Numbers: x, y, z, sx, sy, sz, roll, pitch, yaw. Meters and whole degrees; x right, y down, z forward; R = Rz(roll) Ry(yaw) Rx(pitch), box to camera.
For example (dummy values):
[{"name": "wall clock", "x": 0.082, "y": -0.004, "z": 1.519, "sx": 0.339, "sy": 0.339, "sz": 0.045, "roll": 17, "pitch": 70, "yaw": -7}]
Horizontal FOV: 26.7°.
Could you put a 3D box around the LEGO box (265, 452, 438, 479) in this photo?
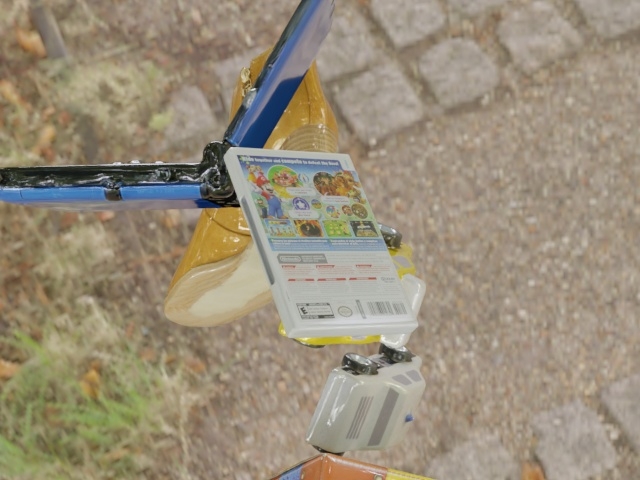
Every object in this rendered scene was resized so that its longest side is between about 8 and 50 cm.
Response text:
[{"name": "LEGO box", "x": 0.174, "y": 0.440, "z": 1.234, "sx": 0.500, "sy": 0.193, "sz": 0.372, "roll": 16, "pitch": 67, "yaw": -17}]

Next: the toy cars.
[{"name": "toy cars", "x": 0.055, "y": 0.108, "z": 1.266, "sx": 0.087, "sy": 0.393, "sz": 0.176, "roll": 25, "pitch": 62, "yaw": 22}]

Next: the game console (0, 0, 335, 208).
[{"name": "game console", "x": -0.111, "y": -0.112, "z": 1.063, "sx": 0.250, "sy": 0.293, "sz": 0.173, "roll": -1, "pitch": 89, "yaw": -1}]

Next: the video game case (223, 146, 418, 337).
[{"name": "video game case", "x": 0.000, "y": 0.000, "z": 0.769, "sx": 0.087, "sy": 0.011, "sz": 0.122, "roll": 1, "pitch": 56, "yaw": -36}]

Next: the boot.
[{"name": "boot", "x": -0.076, "y": -0.059, "z": 1.408, "sx": 0.104, "sy": 0.295, "sz": 0.211, "roll": 16, "pitch": 48, "yaw": -32}]
